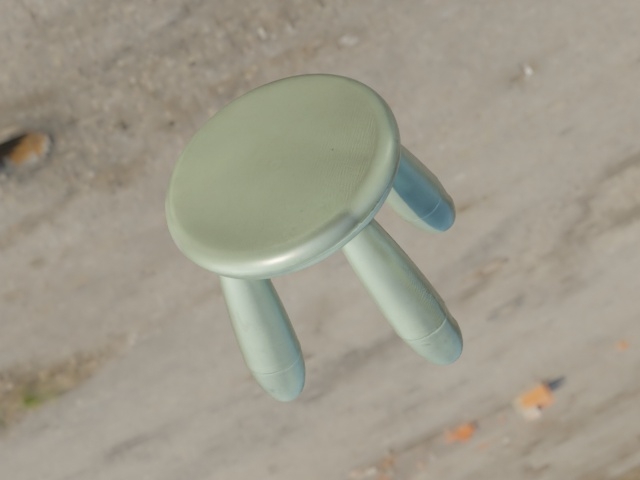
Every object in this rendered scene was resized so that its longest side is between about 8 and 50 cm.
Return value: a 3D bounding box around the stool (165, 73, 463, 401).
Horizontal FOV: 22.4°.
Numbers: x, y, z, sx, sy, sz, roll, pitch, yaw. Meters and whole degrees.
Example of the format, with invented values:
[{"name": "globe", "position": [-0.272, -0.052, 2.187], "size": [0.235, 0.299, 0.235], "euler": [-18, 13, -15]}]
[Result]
[{"name": "stool", "position": [0.000, 0.000, 1.303], "size": [0.195, 0.195, 0.198], "euler": [-14, 136, 17]}]
